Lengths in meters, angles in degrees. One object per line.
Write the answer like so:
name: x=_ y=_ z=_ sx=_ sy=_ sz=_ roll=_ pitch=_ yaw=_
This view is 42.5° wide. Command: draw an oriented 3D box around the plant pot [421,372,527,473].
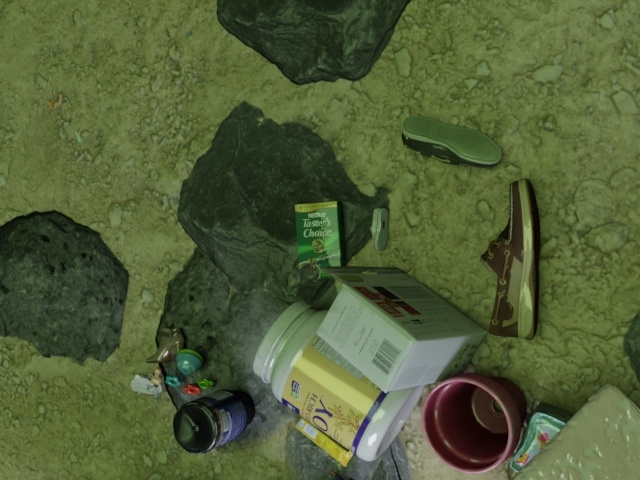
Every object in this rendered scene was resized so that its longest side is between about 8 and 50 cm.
plant pot: x=0.340 y=0.367 z=1.729 sx=0.201 sy=0.180 sz=0.201 roll=3 pitch=96 yaw=34

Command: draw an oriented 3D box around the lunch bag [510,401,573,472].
lunch bag: x=0.531 y=0.441 z=1.641 sx=0.262 sy=0.223 sz=0.160 roll=24 pitch=92 yaw=19

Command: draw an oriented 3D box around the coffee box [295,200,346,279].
coffee box: x=0.000 y=0.000 z=1.947 sx=0.113 sy=0.040 sz=0.184 roll=-2 pitch=90 yaw=22

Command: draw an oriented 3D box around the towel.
towel: x=0.521 y=0.481 z=1.474 sx=0.332 sy=0.053 sz=0.317 roll=-41 pitch=78 yaw=-12

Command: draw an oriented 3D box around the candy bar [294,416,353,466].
candy bar: x=0.006 y=0.476 z=1.967 sx=0.161 sy=0.018 sz=0.040 roll=34 pitch=100 yaw=18

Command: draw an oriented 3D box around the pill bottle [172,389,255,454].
pill bottle: x=-0.245 y=0.423 z=1.959 sx=0.123 sy=0.219 sz=0.122 roll=0 pitch=91 yaw=22

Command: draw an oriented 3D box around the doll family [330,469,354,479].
doll family: x=0.051 y=0.636 z=1.920 sx=0.111 sy=0.076 sz=0.193 roll=-29 pitch=85 yaw=40

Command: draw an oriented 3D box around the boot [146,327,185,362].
boot: x=-0.400 y=0.269 z=2.120 sx=0.119 sy=0.042 sz=0.086 roll=-9 pitch=81 yaw=21

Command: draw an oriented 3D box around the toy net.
toy net: x=-0.383 y=0.352 z=2.106 sx=0.232 sy=0.045 sz=0.122 roll=-20 pitch=125 yaw=30

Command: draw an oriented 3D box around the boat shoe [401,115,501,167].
boat shoe: x=0.287 y=-0.208 z=1.815 sx=0.228 sy=0.068 sz=0.081 roll=23 pitch=60 yaw=16

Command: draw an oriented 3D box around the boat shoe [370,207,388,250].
boat shoe: x=0.133 y=-0.026 z=1.901 sx=0.035 sy=0.035 sz=0.100 roll=8 pitch=99 yaw=49

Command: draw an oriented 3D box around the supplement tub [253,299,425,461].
supplement tub: x=0.041 y=0.303 z=1.830 sx=0.331 sy=0.241 sz=0.241 roll=31 pitch=102 yaw=19

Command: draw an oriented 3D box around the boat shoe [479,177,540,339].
boat shoe: x=0.398 y=0.040 z=1.748 sx=0.123 sy=0.123 sz=0.341 roll=1 pitch=98 yaw=21

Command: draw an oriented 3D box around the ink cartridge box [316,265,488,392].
ink cartridge box: x=0.153 y=0.174 z=1.730 sx=0.272 sy=0.309 sz=0.130 roll=38 pitch=110 yaw=33
